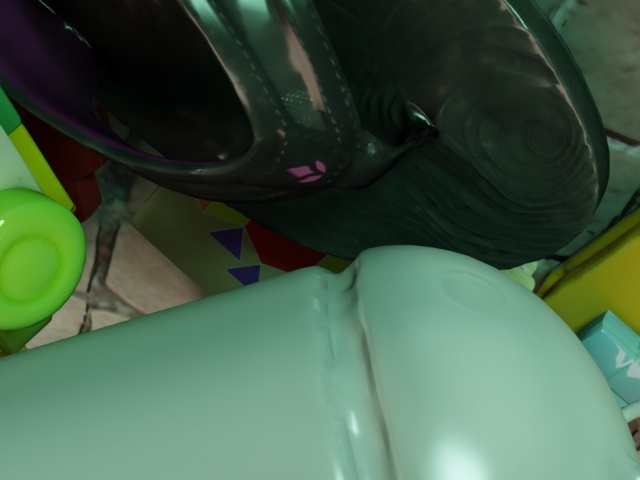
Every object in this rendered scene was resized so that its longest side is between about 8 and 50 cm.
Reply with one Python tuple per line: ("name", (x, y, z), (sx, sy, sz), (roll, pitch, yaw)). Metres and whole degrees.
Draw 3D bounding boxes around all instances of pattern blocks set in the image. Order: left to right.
("pattern blocks set", (0.000, 0.000, 0.593), (0.285, 0.026, 0.325), (-32, 105, 38))

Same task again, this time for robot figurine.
("robot figurine", (-0.027, 0.120, 0.474), (0.353, 0.300, 0.200), (-16, 105, 7))

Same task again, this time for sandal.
("sandal", (-0.092, -0.105, 0.469), (0.445, 0.107, 0.167), (34, 134, -5))

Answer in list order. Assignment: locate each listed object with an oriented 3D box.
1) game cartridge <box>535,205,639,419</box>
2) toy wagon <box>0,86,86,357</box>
("game cartridge", (0.298, 0.069, 0.521), (0.324, 0.053, 0.285), (45, 132, -2))
("toy wagon", (-0.204, -0.053, 0.537), (0.267, 0.068, 0.344), (28, 154, 39))
